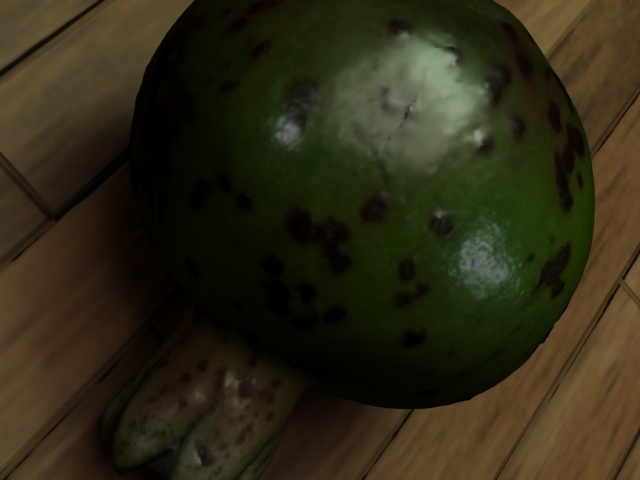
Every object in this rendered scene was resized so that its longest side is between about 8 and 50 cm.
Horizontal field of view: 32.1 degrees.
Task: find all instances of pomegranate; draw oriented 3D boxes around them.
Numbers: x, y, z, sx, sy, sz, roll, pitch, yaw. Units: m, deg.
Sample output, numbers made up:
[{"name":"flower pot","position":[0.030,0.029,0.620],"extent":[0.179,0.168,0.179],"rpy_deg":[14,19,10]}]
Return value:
[{"name":"pomegranate","position":[0.000,0.000,0.460],"extent":[0.202,0.202,0.247],"rpy_deg":[38,85,-17]}]
